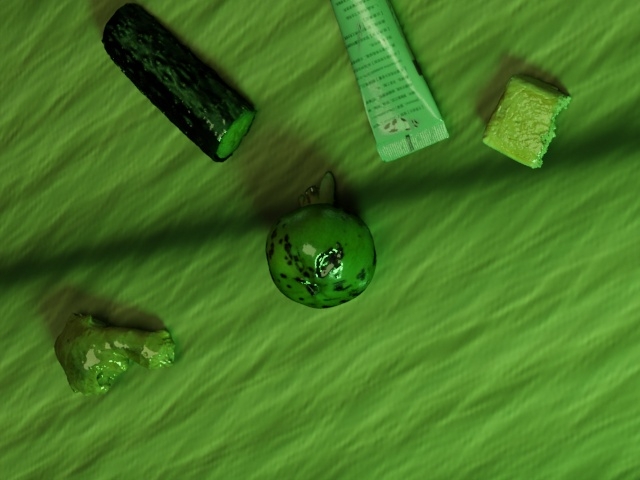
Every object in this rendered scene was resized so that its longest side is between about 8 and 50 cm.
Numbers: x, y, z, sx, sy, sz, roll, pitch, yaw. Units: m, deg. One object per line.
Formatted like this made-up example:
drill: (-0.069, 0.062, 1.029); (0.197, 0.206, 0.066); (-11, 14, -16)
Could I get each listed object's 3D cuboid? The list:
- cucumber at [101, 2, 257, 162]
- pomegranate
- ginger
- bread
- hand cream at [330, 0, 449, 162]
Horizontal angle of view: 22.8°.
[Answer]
cucumber: (-0.172, -0.179, 1.788); (0.211, 0.062, 0.078); (41, 117, 17)
pomegranate: (0.000, 0.000, 1.706); (0.122, 0.122, 0.161); (-26, 48, 31)
ginger: (-0.252, 0.142, 1.891); (0.165, 0.067, 0.096); (7, 81, 29)
bread: (0.206, -0.122, 1.599); (0.070, 0.035, 0.083); (25, 104, 24)
hand cream: (0.040, -0.248, 1.656); (0.085, 0.058, 0.331); (-20, 89, 29)
